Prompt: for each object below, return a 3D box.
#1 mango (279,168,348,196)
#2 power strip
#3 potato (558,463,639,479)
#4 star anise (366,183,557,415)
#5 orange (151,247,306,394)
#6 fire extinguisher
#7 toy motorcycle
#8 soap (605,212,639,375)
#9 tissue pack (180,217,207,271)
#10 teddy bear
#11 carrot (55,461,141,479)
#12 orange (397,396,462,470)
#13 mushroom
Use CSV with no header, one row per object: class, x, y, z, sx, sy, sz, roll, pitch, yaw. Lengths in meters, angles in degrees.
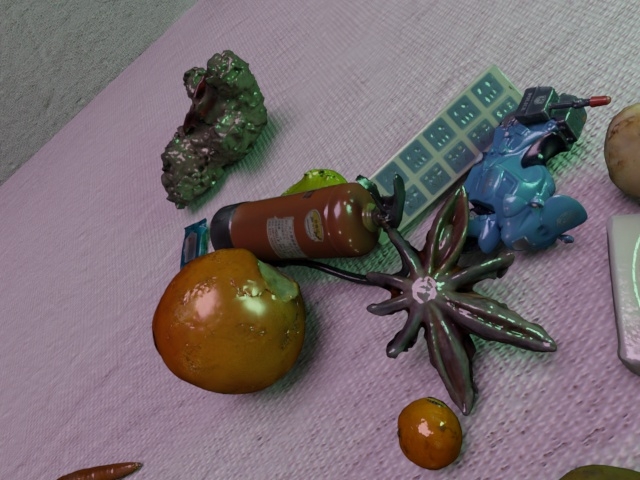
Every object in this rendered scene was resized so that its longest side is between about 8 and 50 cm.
mango,-0.014,-0.064,0.846,0.178,0.100,0.119,-15,63,36
power strip,0.187,-0.134,0.748,0.367,0.106,0.043,-43,0,4
potato,0.259,0.314,0.353,0.169,0.143,0.248,-1,53,9
star anise,0.165,0.080,0.577,0.198,0.110,0.257,-31,70,10
orange,-0.140,0.129,0.710,0.240,0.240,0.240,-19,51,25
fire extinguisher,0.001,-0.011,0.733,0.376,0.200,0.113,-7,59,39
toy motorcycle,0.293,-0.094,0.627,0.182,0.123,0.272,13,73,55
soap,0.392,0.057,0.491,0.121,0.064,0.183,-5,58,31
tissue pack,-0.296,0.019,1.048,0.085,0.028,0.138,-19,56,29
teddy bear,-0.299,-0.260,1.120,0.367,0.224,0.357,-56,32,-6
carrot,-0.423,0.446,0.837,0.216,0.048,0.048,-24,49,14
orange,0.133,0.235,0.544,0.083,0.083,0.083,-19,51,25
mushroom,0.419,-0.116,0.535,0.148,0.148,0.112,-19,33,25
